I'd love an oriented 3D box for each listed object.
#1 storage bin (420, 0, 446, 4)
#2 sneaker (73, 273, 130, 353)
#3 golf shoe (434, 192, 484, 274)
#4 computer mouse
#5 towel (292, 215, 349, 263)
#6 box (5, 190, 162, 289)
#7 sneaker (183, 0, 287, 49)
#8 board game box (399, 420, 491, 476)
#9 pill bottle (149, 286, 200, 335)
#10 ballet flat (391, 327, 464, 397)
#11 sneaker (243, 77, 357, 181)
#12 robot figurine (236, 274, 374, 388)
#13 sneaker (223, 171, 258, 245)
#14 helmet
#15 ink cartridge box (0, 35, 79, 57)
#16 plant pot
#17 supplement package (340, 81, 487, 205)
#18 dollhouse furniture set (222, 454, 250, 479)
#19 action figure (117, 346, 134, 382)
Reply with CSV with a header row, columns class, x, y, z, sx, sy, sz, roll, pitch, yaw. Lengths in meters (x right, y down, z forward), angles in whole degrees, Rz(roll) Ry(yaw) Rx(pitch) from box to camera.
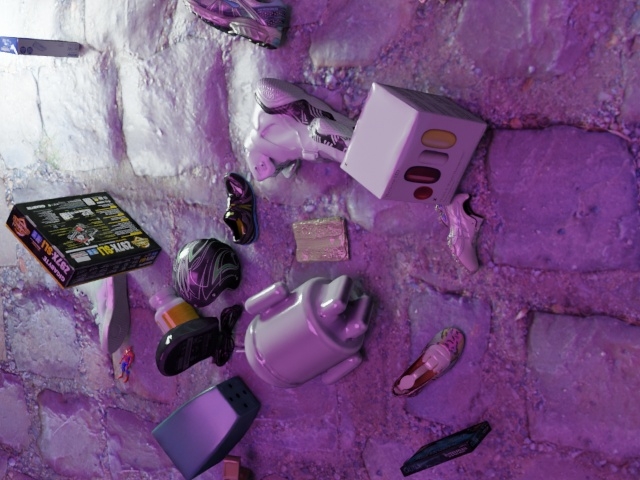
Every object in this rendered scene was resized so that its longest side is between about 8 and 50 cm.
class,x,y,z,sx,sy,sz,roll,pitch,yaw
storage bin,0.219,-0.652,1.544,0.260,0.123,0.262,48,120,14
sneaker,-0.636,0.194,2.261,0.151,0.094,0.255,3,92,25
golf shoe,0.310,-0.016,1.657,0.086,0.069,0.176,-22,89,27
computer mouse,-0.324,0.259,1.981,0.072,0.272,0.188,29,115,28
towel,0.000,0.000,1.871,0.148,0.027,0.110,-4,97,32
box,-0.620,-0.010,2.075,0.257,0.322,0.079,44,118,16
sneaker,-0.194,-0.547,1.850,0.283,0.110,0.122,27,95,22
board game box,0.278,0.462,1.738,0.186,0.126,0.026,-32,83,32
pill bottle,-0.379,0.218,2.104,0.103,0.103,0.184,-42,77,31
ballet flat,0.236,0.284,1.755,0.077,0.079,0.221,48,120,15
sneaker,-0.033,-0.205,1.790,0.366,0.137,0.210,37,118,26
robot figurine,-0.038,0.221,1.838,0.353,0.199,0.300,-35,106,31
sneaker,-0.204,-0.078,1.950,0.067,0.078,0.188,-8,95,32
helmet,-0.297,0.081,1.990,0.169,0.161,0.169,7,104,30
ink cartridge box,-0.766,-0.524,2.125,0.097,0.207,0.046,14,106,29
plant pot,-0.287,0.479,2.071,0.165,0.166,0.234,49,114,14
supplement package,0.188,-0.192,1.589,0.149,0.203,0.194,44,122,43
dollhouse furniture set,-0.174,0.653,2.098,0.161,0.101,0.181,6,104,5
action figure,-0.570,0.361,2.297,0.038,0.030,0.115,29,112,29
